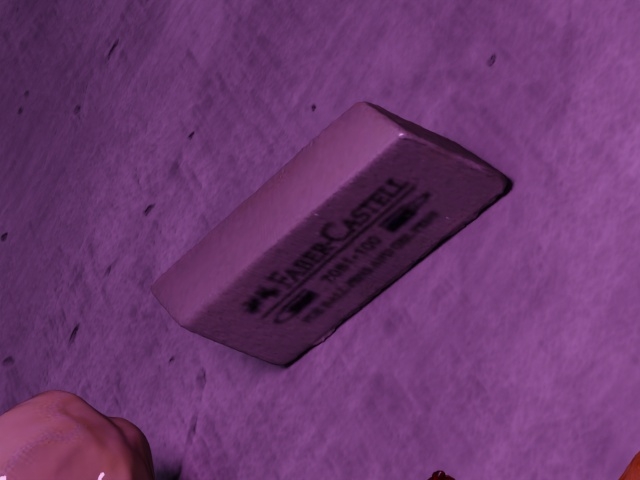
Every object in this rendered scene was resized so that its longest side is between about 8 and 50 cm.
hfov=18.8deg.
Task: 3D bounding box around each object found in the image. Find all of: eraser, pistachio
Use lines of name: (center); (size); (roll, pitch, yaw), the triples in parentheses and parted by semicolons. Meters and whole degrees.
eraser: (0.000, 0.001, 1.551); (0.352, 0.111, 0.077); (-40, 40, 40)
pistachio: (-0.238, 0.292, 1.639); (0.226, 0.208, 0.332); (0, 82, 38)

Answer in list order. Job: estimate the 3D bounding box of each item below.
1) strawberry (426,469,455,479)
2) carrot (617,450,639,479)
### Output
strawberry: (0.081, 0.256, 1.244); (0.190, 0.111, 0.236); (-59, 4, 36)
carrot: (0.215, 0.129, 1.149); (0.209, 0.061, 0.061); (-57, 29, 24)
